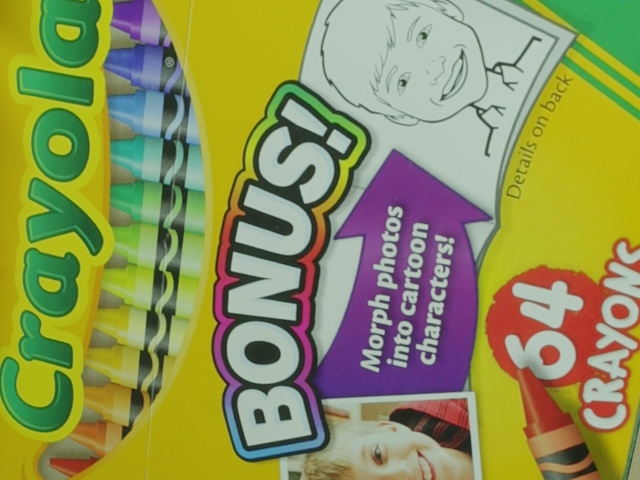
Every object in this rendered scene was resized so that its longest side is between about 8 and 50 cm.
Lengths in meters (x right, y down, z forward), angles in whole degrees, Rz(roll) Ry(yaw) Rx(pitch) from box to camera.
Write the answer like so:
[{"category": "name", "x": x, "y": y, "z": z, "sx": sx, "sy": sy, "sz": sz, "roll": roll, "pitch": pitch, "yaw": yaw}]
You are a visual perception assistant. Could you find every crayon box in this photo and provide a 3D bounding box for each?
[{"category": "crayon box", "x": 0.000, "y": 0.000, "z": 0.541, "sx": 0.313, "sy": 0.106, "sz": 0.362, "roll": 11, "pitch": 105, "yaw": 13}]

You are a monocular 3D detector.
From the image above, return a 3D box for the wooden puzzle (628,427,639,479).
[{"category": "wooden puzzle", "x": 0.152, "y": 0.089, "z": 0.763, "sx": 0.322, "sy": 0.080, "sz": 0.347, "roll": 4, "pitch": 85, "yaw": -21}]
